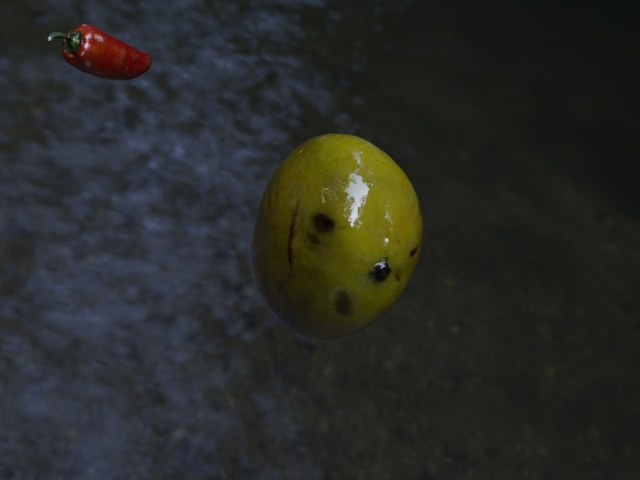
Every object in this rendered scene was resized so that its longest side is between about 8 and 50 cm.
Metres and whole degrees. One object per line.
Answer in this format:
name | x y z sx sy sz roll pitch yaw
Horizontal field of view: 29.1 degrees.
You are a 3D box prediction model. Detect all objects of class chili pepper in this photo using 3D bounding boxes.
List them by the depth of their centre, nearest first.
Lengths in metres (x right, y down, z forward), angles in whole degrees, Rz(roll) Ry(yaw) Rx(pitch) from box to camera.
chili pepper | -0.328 -0.283 1.882 0.063 0.071 0.272 5 -1 25

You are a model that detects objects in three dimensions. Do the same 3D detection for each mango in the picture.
mango | 0.000 0.000 1.875 0.221 0.301 0.445 -3 -5 -21
